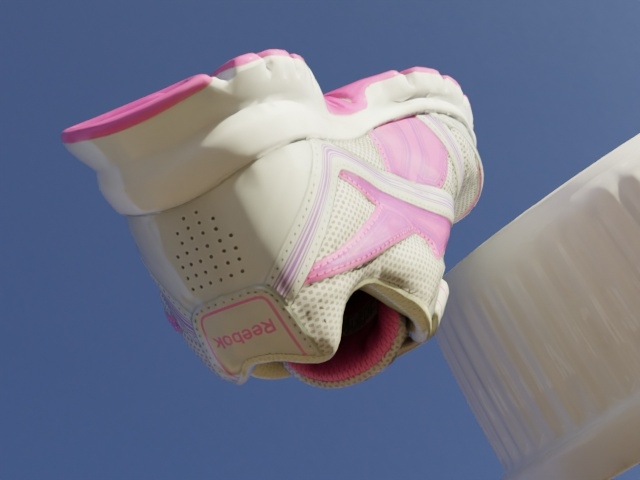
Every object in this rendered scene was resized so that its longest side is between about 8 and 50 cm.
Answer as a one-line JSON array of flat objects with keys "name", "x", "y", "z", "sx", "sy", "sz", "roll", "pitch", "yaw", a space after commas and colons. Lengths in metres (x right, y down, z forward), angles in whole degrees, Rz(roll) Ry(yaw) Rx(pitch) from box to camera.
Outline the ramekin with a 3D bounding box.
[{"name": "ramekin", "x": 0.147, "y": 0.021, "z": 0.672, "sx": 0.207, "sy": 0.207, "sz": 0.109, "roll": -34, "pitch": -99, "yaw": 0}]

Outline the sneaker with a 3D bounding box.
[{"name": "sneaker", "x": 0.000, "y": 0.000, "z": 0.576, "sx": 0.103, "sy": 0.252, "sz": 0.111, "roll": -19, "pitch": -95, "yaw": 26}]
